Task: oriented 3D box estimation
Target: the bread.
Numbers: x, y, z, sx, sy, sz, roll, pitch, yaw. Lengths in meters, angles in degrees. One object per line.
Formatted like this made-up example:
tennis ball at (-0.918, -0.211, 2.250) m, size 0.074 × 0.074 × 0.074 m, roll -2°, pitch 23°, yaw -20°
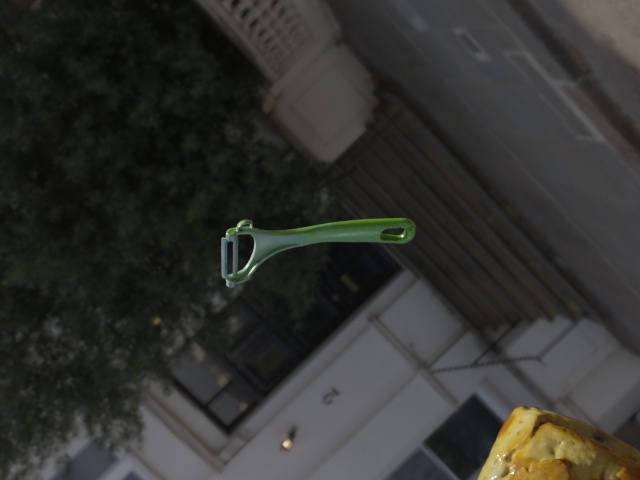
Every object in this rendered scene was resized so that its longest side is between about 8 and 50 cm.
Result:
bread at (0.218, 0.265, 0.789) m, size 0.235 × 0.210 × 0.099 m, roll 27°, pitch 174°, yaw -4°

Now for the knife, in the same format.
knife at (-0.001, -0.002, 0.831) m, size 0.078 × 0.166 × 0.022 m, roll 99°, pitch 158°, yaw -54°
